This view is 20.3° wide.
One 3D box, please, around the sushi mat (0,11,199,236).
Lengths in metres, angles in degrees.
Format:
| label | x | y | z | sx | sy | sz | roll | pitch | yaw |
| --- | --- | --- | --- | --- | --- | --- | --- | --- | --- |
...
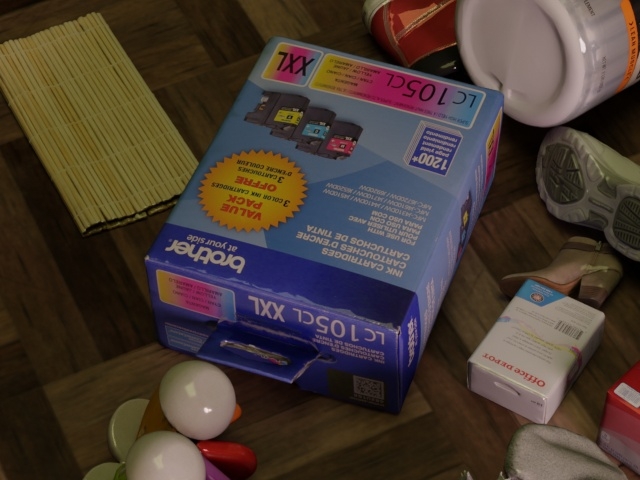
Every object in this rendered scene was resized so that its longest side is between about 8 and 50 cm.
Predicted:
| label | x | y | z | sx | sy | sz | roll | pitch | yaw |
| --- | --- | --- | --- | --- | --- | --- | --- | --- | --- |
| sushi mat | -0.255 | -0.136 | 1.998 | 0.151 | 0.019 | 0.316 | -22 | 53 | -17 |

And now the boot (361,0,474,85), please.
| label | x | y | z | sx | sy | sz | roll | pitch | yaw |
| --- | --- | --- | --- | --- | --- | --- | --- | --- | --- |
| boot | 0.192 | -0.249 | 2.033 | 0.244 | 0.088 | 0.176 | -27 | 54 | -9 |

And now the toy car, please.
| label | x | y | z | sx | sy | sz | roll | pitch | yaw |
| --- | --- | --- | --- | --- | --- | --- | --- | --- | --- |
| toy car | -0.127 | 0.211 | 1.640 | 0.136 | 0.159 | 0.182 | 35 | 51 | -16 |

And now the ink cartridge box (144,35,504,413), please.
| label | x | y | z | sx | sy | sz | roll | pitch | yaw |
| --- | --- | --- | --- | --- | --- | --- | --- | --- | --- |
| ink cartridge box | 0.000 | 0.000 | 1.793 | 0.270 | 0.151 | 0.395 | 15 | 54 | 14 |

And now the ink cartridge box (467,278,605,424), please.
| label | x | y | z | sx | sy | sz | roll | pitch | yaw |
| --- | --- | --- | --- | --- | --- | --- | --- | --- | --- |
| ink cartridge box | 0.211 | 0.110 | 1.751 | 0.088 | 0.052 | 0.122 | 26 | 54 | 22 |

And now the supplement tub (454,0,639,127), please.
| label | x | y | z | sx | sy | sz | roll | pitch | yaw |
| --- | --- | --- | --- | --- | --- | --- | --- | --- | --- |
| supplement tub | 0.314 | -0.265 | 1.951 | 0.316 | 0.193 | 0.193 | -31 | 55 | -34 |

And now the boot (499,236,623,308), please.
| label | x | y | z | sx | sy | sz | roll | pitch | yaw |
| --- | --- | --- | --- | --- | --- | --- | --- | --- | --- |
| boot | 0.250 | 0.030 | 1.828 | 0.118 | 0.042 | 0.087 | 12 | 45 | 11 |

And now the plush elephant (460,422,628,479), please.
| label | x | y | z | sx | sy | sz | roll | pitch | yaw |
| --- | --- | --- | --- | --- | --- | --- | --- | --- | --- |
| plush elephant | 0.197 | 0.299 | 1.474 | 0.255 | 0.330 | 0.272 | -5 | 40 | -26 |

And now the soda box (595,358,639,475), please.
| label | x | y | z | sx | sy | sz | roll | pitch | yaw |
| --- | --- | --- | --- | --- | --- | --- | --- | --- | --- |
| soda box | 0.383 | 0.212 | 1.631 | 0.263 | 0.092 | 0.083 | 35 | 57 | 27 |

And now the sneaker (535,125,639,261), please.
| label | x | y | z | sx | sy | sz | roll | pitch | yaw |
| --- | --- | --- | --- | --- | --- | --- | --- | --- | --- |
| sneaker | 0.319 | -0.046 | 1.869 | 0.115 | 0.090 | 0.232 | 2 | 30 | -36 |
